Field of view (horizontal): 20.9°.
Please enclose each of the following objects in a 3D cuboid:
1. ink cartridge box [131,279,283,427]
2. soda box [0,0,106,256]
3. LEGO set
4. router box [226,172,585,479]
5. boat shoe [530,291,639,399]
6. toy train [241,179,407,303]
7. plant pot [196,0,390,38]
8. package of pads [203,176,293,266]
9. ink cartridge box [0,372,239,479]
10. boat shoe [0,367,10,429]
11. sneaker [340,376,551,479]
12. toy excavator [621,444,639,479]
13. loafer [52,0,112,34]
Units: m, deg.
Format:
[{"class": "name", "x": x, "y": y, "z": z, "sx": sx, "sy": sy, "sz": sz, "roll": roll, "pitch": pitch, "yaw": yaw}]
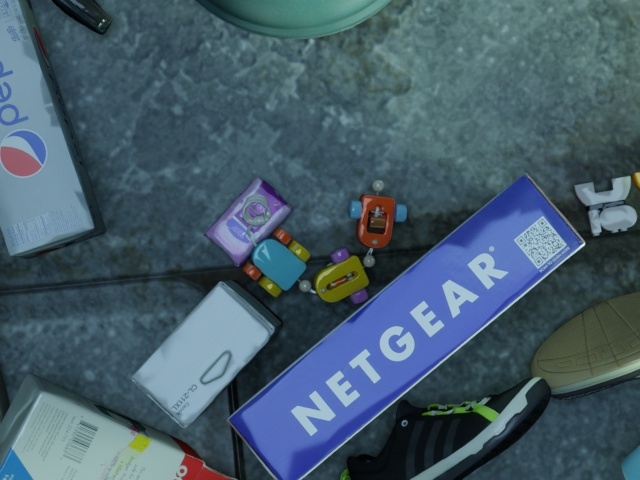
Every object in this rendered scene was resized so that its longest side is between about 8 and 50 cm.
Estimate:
[{"class": "ink cartridge box", "x": -0.105, "y": 0.105, "z": 1.670, "sx": 0.072, "sy": 0.175, "sz": 0.127, "roll": 43, "pitch": 90, "yaw": 2}, {"class": "soda box", "x": -0.303, "y": -0.129, "z": 1.720, "sx": 0.091, "sy": 0.098, "sz": 0.286, "roll": -19, "pitch": 89, "yaw": 0}, {"class": "LEGO set", "x": 0.372, "y": -0.029, "z": 1.706, "sx": 0.227, "sy": 0.087, "sz": 0.093, "roll": -9, "pitch": 88, "yaw": 2}, {"class": "router box", "x": 0.075, "y": 0.083, "z": 1.604, "sx": 0.335, "sy": 0.301, "sz": 0.082, "roll": -40, "pitch": 87, "yaw": 1}, {"class": "boat shoe", "x": 0.348, "y": 0.095, "z": 1.699, "sx": 0.285, "sy": 0.103, "sz": 0.092, "roll": -27, "pitch": 125, "yaw": 8}, {"class": "toy train", "x": 0.000, "y": 0.000, "z": 1.730, "sx": 0.166, "sy": 0.046, "sz": 0.125, "roll": 1, "pitch": 94, "yaw": -11}, {"class": "plant pot", "x": -0.029, "y": -0.354, "z": 1.670, "sx": 0.293, "sy": 0.196, "sz": 0.293, "roll": 0, "pitch": 88, "yaw": 1}, {"class": "package of pads", "x": -0.072, "y": -0.019, "z": 1.744, "sx": 0.050, "sy": 0.032, "sz": 0.083, "roll": 43, "pitch": 90, "yaw": -1}, {"class": "ink cartridge box", "x": -0.209, "y": 0.240, "z": 1.696, "sx": 0.231, "sy": 0.078, "sz": 0.134, "roll": 28, "pitch": 90, "yaw": -22}, {"class": "boat shoe", "x": -0.387, "y": 0.048, "z": 1.712, "sx": 0.095, "sy": 0.112, "sz": 0.335, "roll": -13, "pitch": 92, "yaw": -3}, {"class": "sneaker", "x": 0.114, "y": 0.189, "z": 1.692, "sx": 0.235, "sy": 0.084, "sz": 0.097, "roll": -39, "pitch": 75, "yaw": 16}, {"class": "toy excavator", "x": 0.382, "y": 0.419, "z": 1.658, "sx": 0.445, "sy": 0.222, "sz": 0.433, "roll": -44, "pitch": 88, "yaw": 14}, {"class": "loafer", "x": -0.265, "y": -0.279, "z": 1.742, "sx": 0.061, "sy": 0.062, "sz": 0.170, "roll": -44, "pitch": 89, "yaw": -5}]
